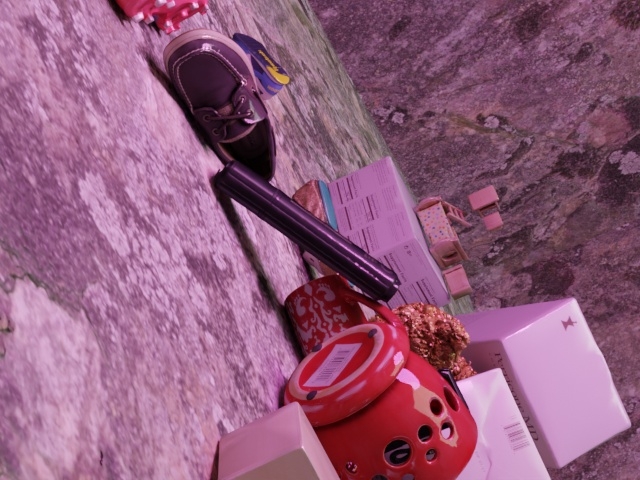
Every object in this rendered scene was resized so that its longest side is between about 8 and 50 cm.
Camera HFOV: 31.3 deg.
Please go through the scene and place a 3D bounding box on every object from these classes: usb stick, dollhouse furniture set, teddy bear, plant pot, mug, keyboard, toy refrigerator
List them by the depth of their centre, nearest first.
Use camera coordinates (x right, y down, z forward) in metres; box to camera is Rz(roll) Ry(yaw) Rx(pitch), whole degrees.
[{"bbox_3d":[-0.001,0.299,1.075,0.102,0.094,0.269,-104,168,-73],"label":"toy refrigerator"},{"bbox_3d":[0.065,0.205,1.346,0.174,0.191,0.191,57,13,-21],"label":"plant pot"},{"bbox_3d":[0.103,0.239,1.477,0.108,0.180,0.023,63,12,-15],"label":"keyboard"},{"bbox_3d":[-0.017,-0.013,1.488,0.278,0.045,0.077,35,5,-1],"label":"usb stick"},{"bbox_3d":[0.041,0.131,1.524,0.169,0.150,0.113,65,7,21],"label":"mug"},{"bbox_3d":[0.182,0.225,1.817,0.245,0.113,0.338,2,-54,51],"label":"teddy bear"},{"bbox_3d":[0.293,-0.009,2.234,0.101,0.161,0.182,51,18,-55],"label":"dollhouse furniture set"}]

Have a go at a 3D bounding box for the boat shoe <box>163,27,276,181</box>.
[{"bbox_3d":[-0.119,-0.172,1.521,0.285,0.103,0.092,60,5,-59],"label":"boat shoe"}]

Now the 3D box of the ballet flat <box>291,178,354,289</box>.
[{"bbox_3d":[0.000,0.000,1.817,0.073,0.067,0.206,43,28,-55],"label":"ballet flat"}]

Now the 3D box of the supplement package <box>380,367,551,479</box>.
[{"bbox_3d":[0.191,0.314,1.598,0.194,0.149,0.203,68,-24,16],"label":"supplement package"}]

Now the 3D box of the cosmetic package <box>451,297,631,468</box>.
[{"bbox_3d":[0.306,0.249,1.975,0.230,0.161,0.453,65,-22,-1],"label":"cosmetic package"}]

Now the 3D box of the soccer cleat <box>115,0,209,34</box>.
[{"bbox_3d":[-0.210,-0.327,1.477,0.095,0.083,0.248,61,13,-2],"label":"soccer cleat"}]

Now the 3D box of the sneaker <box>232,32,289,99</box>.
[{"bbox_3d":[-0.115,-0.304,1.986,0.053,0.059,0.144,-5,50,-47],"label":"sneaker"}]

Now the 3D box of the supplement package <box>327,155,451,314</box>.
[{"bbox_3d":[0.137,0.003,2.286,0.204,0.145,0.262,57,14,-40],"label":"supplement package"}]
